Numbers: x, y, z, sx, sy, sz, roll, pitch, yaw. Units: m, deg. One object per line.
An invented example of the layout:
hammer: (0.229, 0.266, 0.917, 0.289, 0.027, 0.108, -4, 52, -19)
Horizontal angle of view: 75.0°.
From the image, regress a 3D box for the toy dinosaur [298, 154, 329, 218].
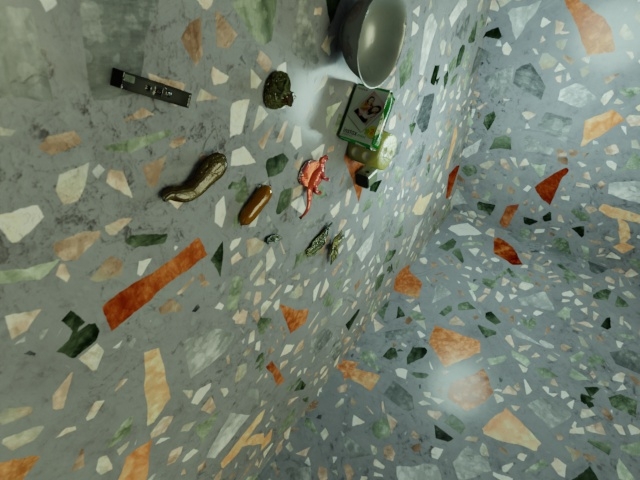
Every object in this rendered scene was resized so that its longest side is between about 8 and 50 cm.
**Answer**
toy dinosaur: (-0.052, -0.232, 1.712, 0.139, 0.070, 0.286, 25, 93, -52)

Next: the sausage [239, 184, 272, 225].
sausage: (-0.228, -0.128, 1.486, 0.062, 0.054, 0.183, 45, 73, -30)

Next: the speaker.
speaker: (-0.399, -0.362, 1.000, 0.191, 0.046, 0.040, -5, 116, -59)

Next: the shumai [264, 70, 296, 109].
shumai: (-0.120, -0.479, 1.345, 0.099, 0.087, 0.124, -8, 118, -56)

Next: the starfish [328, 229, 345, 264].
starfish: (0.080, 0.031, 2.161, 0.217, 0.050, 0.224, -41, 157, -48)

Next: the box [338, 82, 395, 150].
box: (0.200, -0.521, 1.770, 0.103, 0.180, 0.250, 0, 111, -65)

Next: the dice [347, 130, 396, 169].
dice: (0.239, -0.428, 1.925, 0.169, 0.166, 0.169, -1, 113, -60)

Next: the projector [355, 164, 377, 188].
projector: (0.228, -0.319, 2.087, 0.082, 0.083, 0.083, -46, 147, -32)

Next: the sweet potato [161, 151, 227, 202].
sweet potato: (-0.359, -0.173, 1.217, 0.233, 0.062, 0.081, -46, 132, -25)

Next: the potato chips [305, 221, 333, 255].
potato chips: (-0.001, 0.000, 2.019, 0.207, 0.028, 0.092, -50, 151, -22)

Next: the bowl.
bowl: (0.169, -0.755, 1.540, 0.345, 0.157, 0.346, -39, 143, -38)

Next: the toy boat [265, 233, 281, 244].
toy boat: (-0.187, -0.006, 1.678, 0.083, 0.038, 0.038, -23, 132, -50)
